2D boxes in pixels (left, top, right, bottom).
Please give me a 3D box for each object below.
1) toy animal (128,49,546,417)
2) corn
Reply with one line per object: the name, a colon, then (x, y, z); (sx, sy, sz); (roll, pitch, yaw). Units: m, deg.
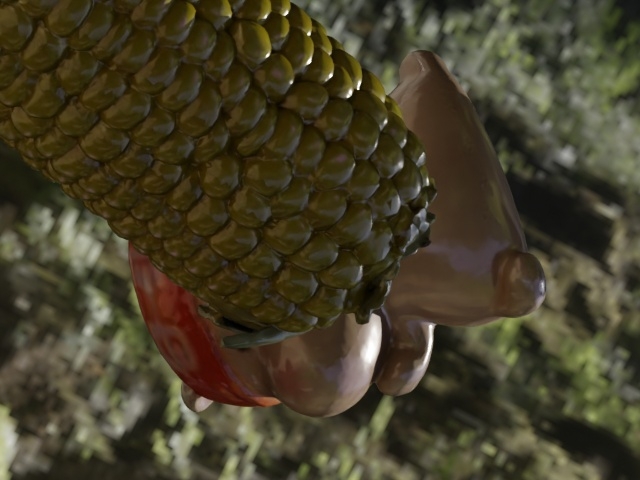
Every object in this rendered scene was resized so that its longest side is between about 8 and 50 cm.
toy animal: (0.000, 0.000, 1.010); (0.198, 0.171, 0.171); (-20, -175, -6)
corn: (-0.071, -0.066, 0.573); (0.091, 0.260, 0.091); (-39, -151, 23)
